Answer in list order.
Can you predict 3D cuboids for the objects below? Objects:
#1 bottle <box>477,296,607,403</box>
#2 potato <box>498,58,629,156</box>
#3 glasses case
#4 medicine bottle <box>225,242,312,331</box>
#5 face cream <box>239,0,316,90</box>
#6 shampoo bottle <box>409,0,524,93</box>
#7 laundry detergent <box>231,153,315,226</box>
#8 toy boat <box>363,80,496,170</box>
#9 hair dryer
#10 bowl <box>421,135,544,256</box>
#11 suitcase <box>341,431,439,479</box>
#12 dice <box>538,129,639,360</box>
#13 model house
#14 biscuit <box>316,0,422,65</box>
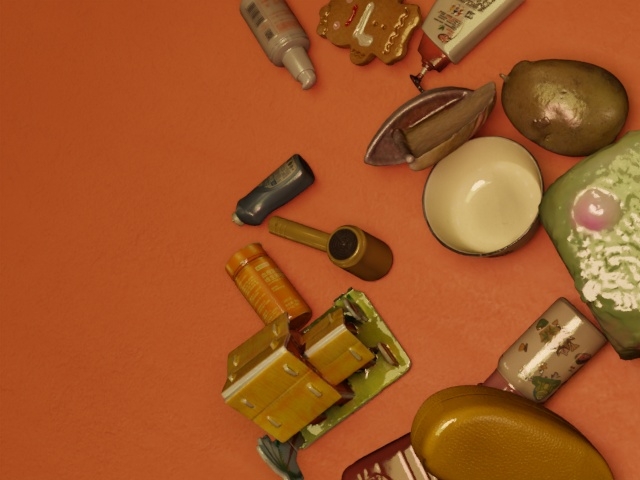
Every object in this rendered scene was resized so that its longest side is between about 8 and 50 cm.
[{"bbox_3d":[0.396,0.230,1.752,0.253,0.120,0.120,-48,68,8],"label":"bottle"},{"bbox_3d":[0.451,-0.260,1.808,0.251,0.159,0.174,24,63,12],"label":"potato"},{"bbox_3d":[0.338,0.363,1.659,0.371,0.141,0.173,25,99,-14],"label":"glasses case"},{"bbox_3d":[-0.107,0.105,1.981,0.096,0.096,0.192,-42,68,9],"label":"medicine bottle"},{"bbox_3d":[-0.078,-0.431,2.071,0.101,0.101,0.251,-35,70,12],"label":"face cream"},{"bbox_3d":[0.274,-0.421,1.951,0.153,0.071,0.284,39,97,26],"label":"shampoo bottle"},{"bbox_3d":[-0.109,-0.096,2.031,0.206,0.061,0.096,-37,38,13],"label":"laundry detergent"},{"bbox_3d":[0.230,-0.214,1.835,0.276,0.293,0.111,-35,110,-11],"label":"toy boat"},{"bbox_3d":[0.000,0.000,1.950,0.279,0.135,0.090,19,86,33],"label":"hair dryer"},{"bbox_3d":[0.326,-0.069,1.820,0.238,0.126,0.237,-10,69,27],"label":"bowl"},{"bbox_3d":[0.190,0.507,1.752,0.236,0.161,0.297,-29,71,13],"label":"suitcase"},{"bbox_3d":[0.577,0.004,1.615,0.318,0.322,0.330,-29,70,14],"label":"dice"},{"bbox_3d":[-0.002,0.285,1.782,0.300,0.324,0.340,-39,69,11],"label":"model house"},{"bbox_3d":[0.097,-0.463,2.019,0.249,0.035,0.184,32,97,35],"label":"biscuit"}]
